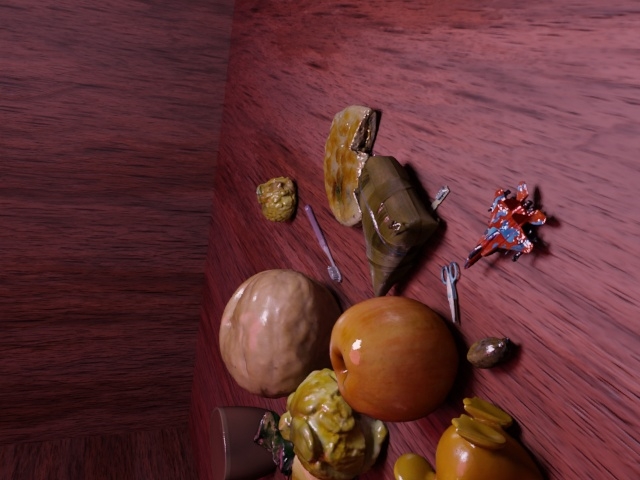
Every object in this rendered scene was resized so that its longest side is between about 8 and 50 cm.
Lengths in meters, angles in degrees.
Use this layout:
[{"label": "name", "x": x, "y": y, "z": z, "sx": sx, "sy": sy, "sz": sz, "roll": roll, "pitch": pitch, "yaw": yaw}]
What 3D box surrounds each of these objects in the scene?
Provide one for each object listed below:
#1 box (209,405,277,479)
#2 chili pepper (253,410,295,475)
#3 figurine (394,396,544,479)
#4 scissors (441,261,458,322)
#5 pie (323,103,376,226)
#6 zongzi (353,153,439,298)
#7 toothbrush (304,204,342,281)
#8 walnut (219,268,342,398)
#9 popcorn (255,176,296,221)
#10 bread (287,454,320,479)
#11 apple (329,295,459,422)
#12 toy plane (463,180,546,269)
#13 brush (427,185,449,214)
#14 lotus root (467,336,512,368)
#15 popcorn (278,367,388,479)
[{"label": "box", "x": -0.298, "y": 0.780, "z": 2.040, "sx": 0.301, "sy": 0.216, "sz": 0.300, "roll": 180, "pitch": 90, "yaw": -66}, {"label": "chili pepper", "x": -0.132, "y": 0.696, "z": 1.812, "sx": 0.264, "sy": 0.116, "sz": 0.148, "roll": 24, "pitch": 99, "yaw": 65}, {"label": "figurine", "x": 0.242, "y": 0.394, "z": 0.861, "sx": 0.228, "sy": 0.215, "sz": 0.215, "roll": -51, "pitch": 37, "yaw": 20}, {"label": "scissors", "x": 0.257, "y": 0.103, "z": 1.040, "sx": 0.058, "sy": 0.014, "sz": 0.119, "roll": 136, "pitch": 135, "yaw": -64}, {"label": "pie", "x": 0.082, "y": -0.183, "z": 1.397, "sx": 0.337, "sy": 0.075, "sz": 0.337, "roll": 180, "pitch": 90, "yaw": -66}, {"label": "zongzi", "x": 0.136, "y": -0.031, "z": 1.205, "sx": 0.274, "sy": 0.125, "sz": 0.250, "roll": 109, "pitch": 151, "yaw": -47}, {"label": "toothbrush", "x": 0.000, "y": 0.000, "z": 1.632, "sx": 0.024, "sy": 0.029, "sz": 0.354, "roll": -57, "pitch": 36, "yaw": 29}, {"label": "walnut", "x": -0.109, "y": 0.261, "z": 1.500, "sx": 0.381, "sy": 0.382, "sz": 0.381, "roll": -178, "pitch": 90, "yaw": -67}, {"label": "popcorn", "x": -0.151, "y": -0.150, "z": 1.886, "sx": 0.173, "sy": 0.142, "sz": 0.173, "roll": 161, "pitch": 90, "yaw": -83}, {"label": "bread", "x": 0.014, "y": 0.676, "z": 1.418, "sx": 0.156, "sy": 0.158, "sz": 0.260, "roll": 25, "pitch": 116, "yaw": 45}, {"label": "apple", "x": 0.133, "y": 0.233, "z": 1.033, "sx": 0.242, "sy": 0.241, "sz": 0.241, "roll": -11, "pitch": 78, "yaw": 63}, {"label": "toy plane", "x": 0.301, "y": -0.006, "z": 0.892, "sx": 0.189, "sy": 0.061, "sz": 0.130, "roll": 113, "pitch": 149, "yaw": -49}, {"label": "brush", "x": 0.240, "y": -0.081, "z": 1.098, "sx": 0.083, "sy": 0.013, "sz": 0.016, "roll": 117, "pitch": 145, "yaw": -48}, {"label": "lotus root", "x": 0.291, "y": 0.191, "z": 0.904, "sx": 0.099, "sy": 0.054, "sz": 0.049, "roll": 130, "pitch": 146, "yaw": -55}, {"label": "popcorn", "x": 0.018, "y": 0.448, "z": 1.307, "sx": 0.276, "sy": 0.226, "sz": 0.276, "roll": -174, "pitch": 90, "yaw": -65}]
